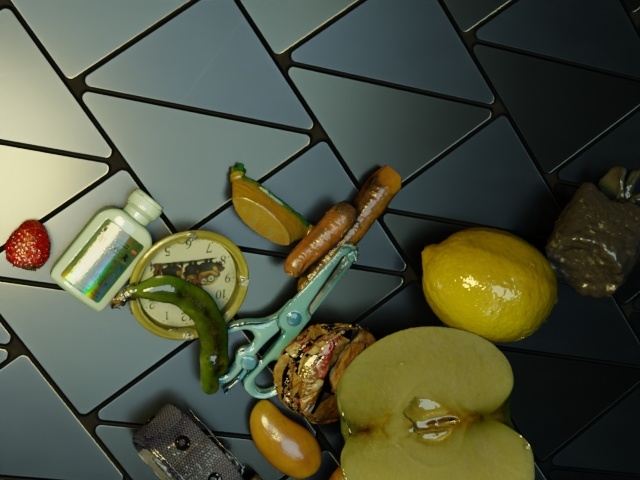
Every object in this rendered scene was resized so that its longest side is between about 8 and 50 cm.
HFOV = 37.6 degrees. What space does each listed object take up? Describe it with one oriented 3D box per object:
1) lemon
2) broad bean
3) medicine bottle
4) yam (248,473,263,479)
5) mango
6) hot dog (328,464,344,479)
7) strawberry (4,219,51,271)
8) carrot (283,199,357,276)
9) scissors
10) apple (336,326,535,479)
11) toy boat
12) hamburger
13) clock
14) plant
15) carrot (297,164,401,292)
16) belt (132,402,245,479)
[{"bbox_3d":[0.338,0.090,1.880,0.263,0.236,0.236,0,98,15],"label":"lemon"},{"bbox_3d":[-0.250,0.160,1.761,0.144,0.049,0.292,-42,117,-2],"label":"broad bean"},{"bbox_3d":[-0.386,0.010,1.746,0.121,0.083,0.229,40,84,-18],"label":"medicine bottle"},{"bbox_3d":[-0.186,0.574,1.846,0.238,0.129,0.128,-31,88,-8],"label":"yam"},{"bbox_3d":[-0.073,0.401,1.879,0.102,0.085,0.184,-43,101,-1],"label":"mango"},{"bbox_3d":[0.172,0.603,1.921,0.365,0.196,0.367,-1,90,-15],"label":"hot dog"},{"bbox_3d":[-0.529,0.010,1.713,0.083,0.083,0.096,6,66,-16],"label":"strawberry"},{"bbox_3d":[0.000,0.000,1.820,0.060,0.060,0.186,45,83,-16],"label":"carrot"},{"bbox_3d":[-0.064,0.151,1.850,0.180,0.032,0.393,39,95,-21],"label":"scissors"},{"bbox_3d":[0.200,0.348,1.760,0.360,0.320,0.312,-3,109,-10],"label":"apple"},{"bbox_3d":[-0.093,-0.057,1.830,0.229,0.089,0.088,40,46,-16],"label":"toy boat"},{"bbox_3d":[0.019,0.256,1.849,0.231,0.107,0.231,-20,121,-37],"label":"hamburger"},{"bbox_3d":[-0.253,0.079,1.789,0.237,0.057,0.237,-10,118,-20],"label":"clock"},{"bbox_3d":[0.587,-0.027,1.942,0.188,0.199,0.276,34,55,14],"label":"plant"},{"bbox_3d":[0.050,-0.015,1.876,0.066,0.066,0.314,40,87,-16],"label":"carrot"},{"bbox_3d":[-0.243,0.418,1.797,0.230,0.139,0.126,47,63,-3],"label":"belt"}]
